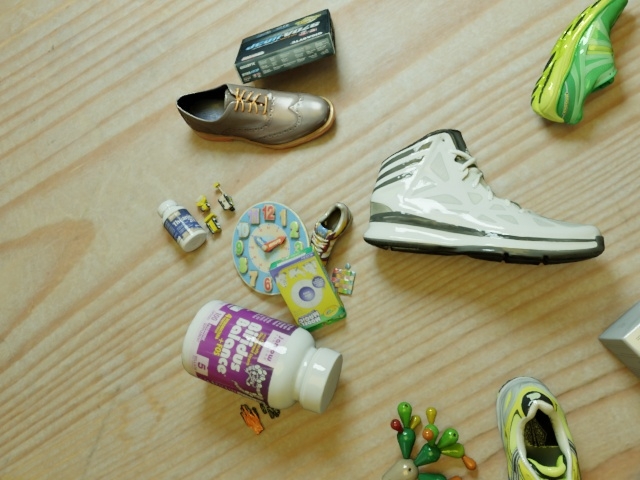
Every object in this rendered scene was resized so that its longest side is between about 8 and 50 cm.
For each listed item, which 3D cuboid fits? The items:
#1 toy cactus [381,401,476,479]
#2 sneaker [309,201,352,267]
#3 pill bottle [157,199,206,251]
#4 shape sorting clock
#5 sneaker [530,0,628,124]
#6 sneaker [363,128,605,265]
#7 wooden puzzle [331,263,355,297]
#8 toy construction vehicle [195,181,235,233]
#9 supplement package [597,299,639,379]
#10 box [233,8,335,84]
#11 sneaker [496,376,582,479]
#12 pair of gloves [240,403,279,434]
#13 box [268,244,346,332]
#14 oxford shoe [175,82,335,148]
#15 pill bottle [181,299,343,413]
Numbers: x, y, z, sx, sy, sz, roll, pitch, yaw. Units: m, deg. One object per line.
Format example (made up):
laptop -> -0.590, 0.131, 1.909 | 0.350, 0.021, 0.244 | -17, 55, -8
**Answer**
toy cactus -> 0.196, 0.430, 1.044 | 0.180, 0.112, 0.219 | -42, 82, 15
sneaker -> 0.000, 0.000, 1.163 | 0.069, 0.084, 0.186 | 28, 89, 17
pill bottle -> -0.325, -0.037, 1.262 | 0.067, 0.067, 0.120 | -44, 74, 4
shape sorting clock -> -0.113, 0.017, 1.187 | 0.206, 0.040, 0.206 | -1, 88, 29
sneaker -> 0.532, -0.361, 1.087 | 0.123, 0.109, 0.296 | 30, 88, -6
sneaker -> 0.313, -0.094, 1.053 | 0.447, 0.169, 0.258 | 6, 85, 18
wooden puzzle -> 0.047, 0.089, 1.177 | 0.049, 0.006, 0.083 | 9, 84, 16
toy construction vehicle -> -0.242, -0.076, 1.269 | 0.086, 0.035, 0.098 | -43, 71, 16
supplement package -> 0.660, 0.217, 0.907 | 0.175, 0.177, 0.293 | -43, 74, 4
box -> -0.077, -0.438, 1.221 | 0.220, 0.051, 0.175 | -14, 37, 12
sneaker -> 0.392, 0.443, 0.958 | 0.145, 0.147, 0.385 | -15, 79, 10
pair of gloves -> -0.132, 0.369, 1.177 | 0.083, 0.010, 0.074 | -42, 72, 2
box -> -0.023, 0.111, 1.137 | 0.105, 0.043, 0.179 | -24, 110, 10
oxford shoe -> -0.151, -0.285, 1.222 | 0.363, 0.132, 0.130 | 0, 81, 15
pill bottle -> -0.115, 0.242, 1.111 | 0.301, 0.169, 0.169 | 16, 85, 16
